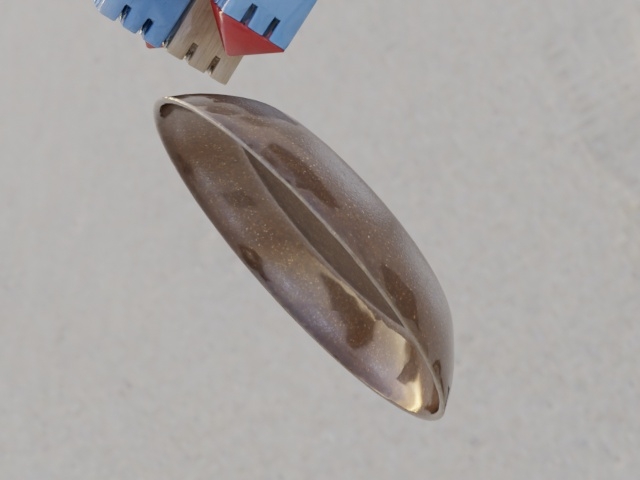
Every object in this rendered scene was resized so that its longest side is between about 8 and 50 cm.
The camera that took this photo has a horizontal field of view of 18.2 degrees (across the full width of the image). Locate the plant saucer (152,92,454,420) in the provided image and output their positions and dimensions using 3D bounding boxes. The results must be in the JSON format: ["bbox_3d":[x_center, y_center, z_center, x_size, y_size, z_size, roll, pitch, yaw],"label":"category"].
[{"bbox_3d":[0.000,0.000,0.934,0.036,0.199,0.198,-41,33,-13],"label":"plant saucer"}]

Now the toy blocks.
[{"bbox_3d":[-0.053,-0.229,1.344,0.261,0.190,0.381,-57,18,8],"label":"toy blocks"}]
